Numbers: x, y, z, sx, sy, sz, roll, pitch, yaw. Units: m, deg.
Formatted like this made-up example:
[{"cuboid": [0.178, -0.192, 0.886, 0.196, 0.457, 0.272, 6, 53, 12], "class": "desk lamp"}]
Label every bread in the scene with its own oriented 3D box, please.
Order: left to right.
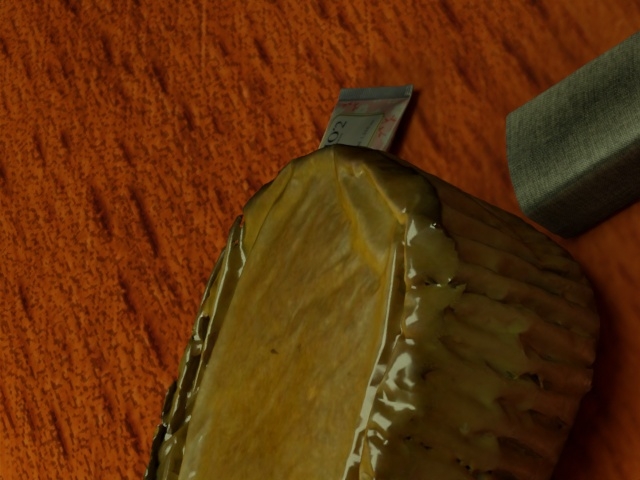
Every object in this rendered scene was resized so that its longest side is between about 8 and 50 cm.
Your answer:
[{"cuboid": [0.023, 0.086, 0.966, 0.227, 0.142, 0.253, 18, 87, 50], "class": "bread"}]

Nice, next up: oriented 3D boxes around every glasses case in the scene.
[{"cuboid": [0.184, -0.080, 0.942, 0.205, 0.047, 0.071, -33, 47, 35], "class": "glasses case"}]

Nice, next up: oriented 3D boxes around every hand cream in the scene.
[{"cuboid": [0.000, 0.000, 1.119, 0.067, 0.043, 0.210, 0, 65, 50], "class": "hand cream"}]
